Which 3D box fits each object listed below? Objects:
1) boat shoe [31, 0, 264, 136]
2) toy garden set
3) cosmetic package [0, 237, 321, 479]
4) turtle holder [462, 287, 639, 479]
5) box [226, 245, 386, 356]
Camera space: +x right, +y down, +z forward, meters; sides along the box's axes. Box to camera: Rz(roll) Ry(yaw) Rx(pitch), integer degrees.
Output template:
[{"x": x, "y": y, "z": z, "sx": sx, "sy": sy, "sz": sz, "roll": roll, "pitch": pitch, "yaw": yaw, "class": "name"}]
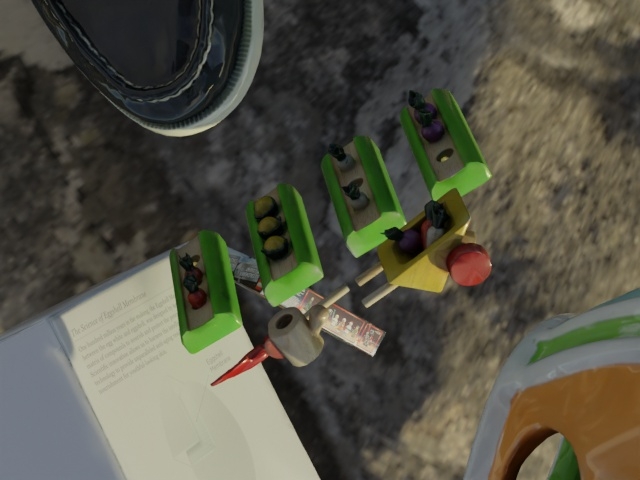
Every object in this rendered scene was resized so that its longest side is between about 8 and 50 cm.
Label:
[{"x": -0.129, "y": -0.213, "z": 0.822, "sx": 0.127, "sy": 0.113, "sz": 0.340, "roll": -19, "pitch": 79, "yaw": 19, "class": "boat shoe"}, {"x": 0.000, "y": 0.000, "z": 1.159, "sx": 0.244, "sy": 0.204, "sz": 0.049, "roll": -31, "pitch": 123, "yaw": 10, "class": "toy garden set"}, {"x": -0.144, "y": 0.145, "z": 1.281, "sx": 0.138, "sy": 0.224, "sz": 0.224, "roll": -23, "pitch": 94, "yaw": 29, "class": "cosmetic package"}, {"x": 0.196, "y": 0.102, "z": 0.678, "sx": 0.227, "sy": 0.320, "sz": 0.243, "roll": 17, "pitch": 123, "yaw": 24, "class": "turtle holder"}, {"x": -0.020, "y": 0.053, "z": 1.489, "sx": 0.137, "sy": 0.094, "sz": 0.027, "roll": 31, "pitch": 85, "yaw": -33, "class": "box"}]
